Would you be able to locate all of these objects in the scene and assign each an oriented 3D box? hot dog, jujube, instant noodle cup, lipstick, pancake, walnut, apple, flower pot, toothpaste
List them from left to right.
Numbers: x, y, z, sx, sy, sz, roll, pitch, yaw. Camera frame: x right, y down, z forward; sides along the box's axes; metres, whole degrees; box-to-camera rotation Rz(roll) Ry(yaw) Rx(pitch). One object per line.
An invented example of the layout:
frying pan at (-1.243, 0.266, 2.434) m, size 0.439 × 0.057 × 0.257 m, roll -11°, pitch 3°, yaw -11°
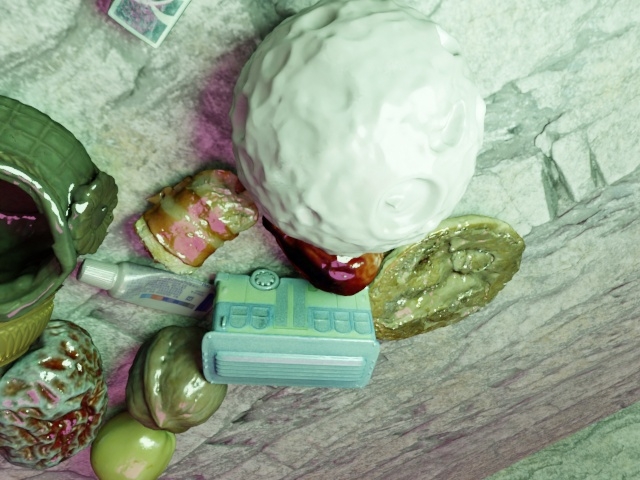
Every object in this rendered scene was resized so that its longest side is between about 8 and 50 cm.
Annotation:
instant noodle cup at (-0.537, 0.151, 0.694) m, size 0.273 × 0.274 × 0.091 m, roll -13°, pitch 102°, yaw -5°
flower pot at (-0.440, -0.040, 0.602) m, size 0.301 × 0.213 × 0.302 m, roll -8°, pitch 130°, yaw -9°
jujube at (-0.531, 0.296, 0.861) m, size 0.225 × 0.226 × 0.317 m, roll -3°, pitch 130°, yaw -13°
apple at (-0.452, 0.504, 1.078) m, size 0.199 × 0.200 × 0.200 m, roll -8°, pitch 131°, yaw -9°
toothpaste at (-0.317, 0.092, 0.856) m, size 0.099 × 0.069 × 0.282 m, roll -17°, pitch 151°, yaw 40°
walnut at (-0.290, 0.285, 0.914) m, size 0.224 × 0.224 × 0.224 m, roll -8°, pitch 131°, yaw -9°
lipstick at (-0.142, -0.360, 0.510) m, size 0.077 × 0.076 × 0.289 m, roll 29°, pitch 119°, yaw -35°
hot dog at (-0.207, -0.037, 0.752) m, size 0.213 × 0.103 × 0.146 m, roll -33°, pitch 109°, yaw 0°
jujube at (0.000, 0.000, 0.802) m, size 0.236 × 0.168 × 0.168 m, roll 33°, pitch 116°, yaw -14°
pancake at (0.268, 0.092, 0.993) m, size 0.386 × 0.082 × 0.387 m, roll -13°, pitch 132°, yaw -14°

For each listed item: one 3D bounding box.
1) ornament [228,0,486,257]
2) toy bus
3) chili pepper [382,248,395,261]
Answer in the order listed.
ornament at (0.049, -0.138, 0.595) m, size 0.336 × 0.337 × 0.337 m, roll -8°, pitch 131°, yaw -9°
toy bus at (-0.057, 0.171, 0.860) m, size 0.311 × 0.190 × 0.152 m, roll 4°, pitch 130°, yaw -6°
chili pepper at (0.056, 0.074, 0.950) m, size 0.267 × 0.050 × 0.059 m, roll -32°, pitch 103°, yaw 9°
